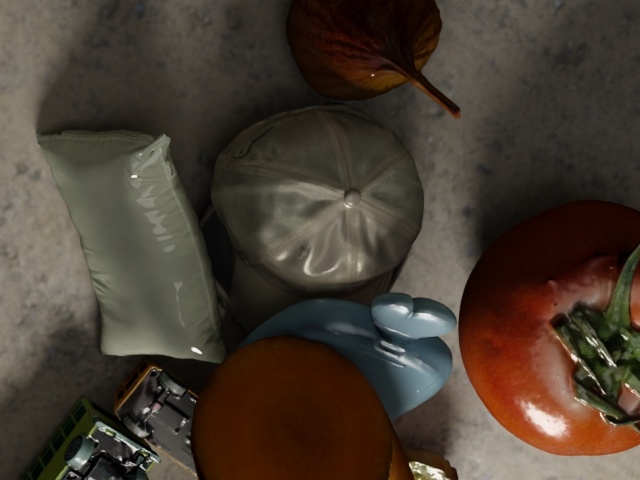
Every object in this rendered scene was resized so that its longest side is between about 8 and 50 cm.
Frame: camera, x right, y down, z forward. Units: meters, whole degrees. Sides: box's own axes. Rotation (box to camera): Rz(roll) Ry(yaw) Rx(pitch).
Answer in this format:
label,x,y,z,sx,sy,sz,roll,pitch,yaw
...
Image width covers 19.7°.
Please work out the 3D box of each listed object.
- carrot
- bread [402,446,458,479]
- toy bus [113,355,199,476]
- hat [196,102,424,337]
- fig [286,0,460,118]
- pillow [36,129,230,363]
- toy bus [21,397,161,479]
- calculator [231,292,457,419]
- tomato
label,x,y,z,sx,sy,sz,roll,pitch,yaw
carrot,0.002,0.266,1.759,0.193,0.214,0.331,-27,142,-11
bread,0.033,0.270,1.921,0.232,0.088,0.128,6,100,-9
toy bus,-0.128,0.188,1.844,0.162,0.074,0.069,39,93,-17
hat,-0.001,0.005,1.768,0.232,0.161,0.275,0,125,-12
fig,0.053,-0.174,1.699,0.146,0.201,0.134,-35,126,7
pillow,-0.178,0.009,1.761,0.144,0.078,0.254,-5,116,20
toy bus,-0.248,0.253,1.825,0.088,0.101,0.175,36,93,-26
calculator,0.018,0.124,1.787,0.188,0.042,0.303,23,146,-23
tomato,0.263,0.087,1.836,0.256,0.224,0.256,-3,107,-11
